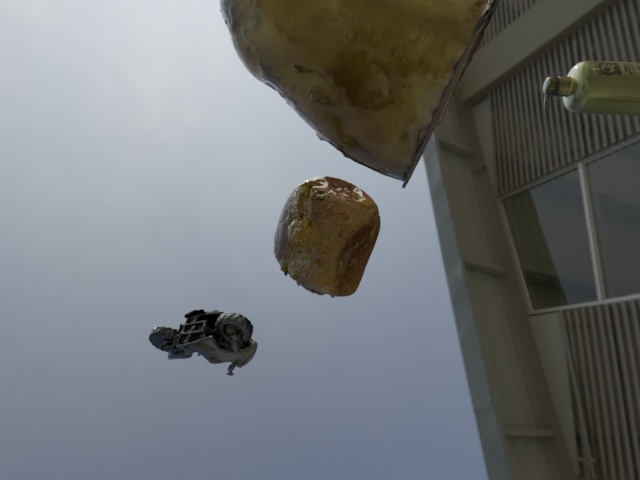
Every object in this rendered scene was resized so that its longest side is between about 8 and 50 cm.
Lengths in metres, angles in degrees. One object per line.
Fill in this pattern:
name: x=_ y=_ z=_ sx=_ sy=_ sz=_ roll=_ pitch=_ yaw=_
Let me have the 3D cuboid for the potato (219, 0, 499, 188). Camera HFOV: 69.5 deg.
potato: x=0.026 y=-0.212 z=0.479 sx=0.266 sy=0.229 sz=0.229 roll=30 pitch=-120 yaw=5

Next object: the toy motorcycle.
toy motorcycle: x=-0.254 y=0.233 z=1.053 sx=0.159 sy=0.270 sz=0.106 roll=57 pitch=-151 yaw=-35

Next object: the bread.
bread: x=0.000 y=0.000 z=0.969 sx=0.176 sy=0.195 sz=0.246 roll=2 pitch=-64 yaw=-35

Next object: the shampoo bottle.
shampoo bottle: x=0.434 y=-0.238 z=0.720 sx=0.162 sy=0.079 sz=0.079 roll=5 pitch=-111 yaw=5
